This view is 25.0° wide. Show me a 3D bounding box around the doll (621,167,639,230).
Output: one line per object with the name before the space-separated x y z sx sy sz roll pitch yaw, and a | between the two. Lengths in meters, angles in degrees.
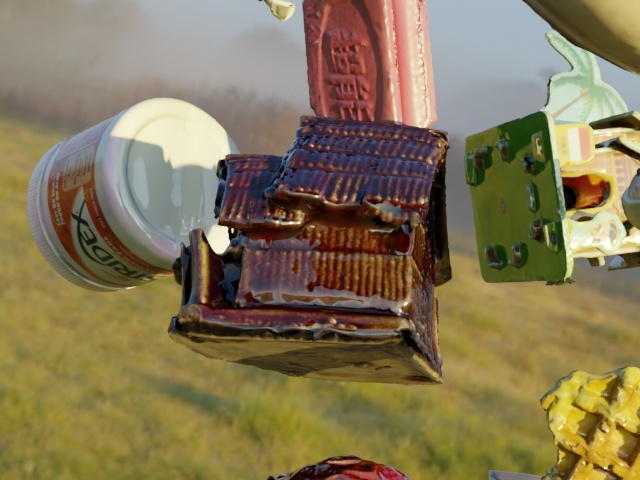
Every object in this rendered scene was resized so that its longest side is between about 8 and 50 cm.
doll | 0.381 -0.044 1.442 0.117 0.141 0.296 55 -8 -21

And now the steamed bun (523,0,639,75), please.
steamed bun | 0.287 -0.301 1.063 0.374 0.374 0.241 11 -30 -23

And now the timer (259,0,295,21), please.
timer | -0.110 -0.396 1.886 0.175 0.175 0.266 12 41 -15

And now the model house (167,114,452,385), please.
model house | 0.000 0.000 1.603 0.317 0.282 0.297 2 -15 -1

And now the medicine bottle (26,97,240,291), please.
medicine bottle | -0.269 -0.064 2.134 0.252 0.252 0.241 11 -18 -38

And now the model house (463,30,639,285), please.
model house | 0.374 -0.125 1.845 0.323 0.340 0.300 -6 -2 -14

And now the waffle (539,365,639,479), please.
waffle | 0.271 0.234 1.244 0.291 0.291 0.051 13 3 17

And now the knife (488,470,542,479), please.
knife | 0.304 0.312 1.765 0.256 0.022 0.046 4 22 45

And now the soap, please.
soap | 0.071 -0.224 1.957 0.162 0.250 0.099 -9 -4 41

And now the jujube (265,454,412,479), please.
jujube | 0.022 0.282 1.219 0.197 0.197 0.290 12 4 -11
